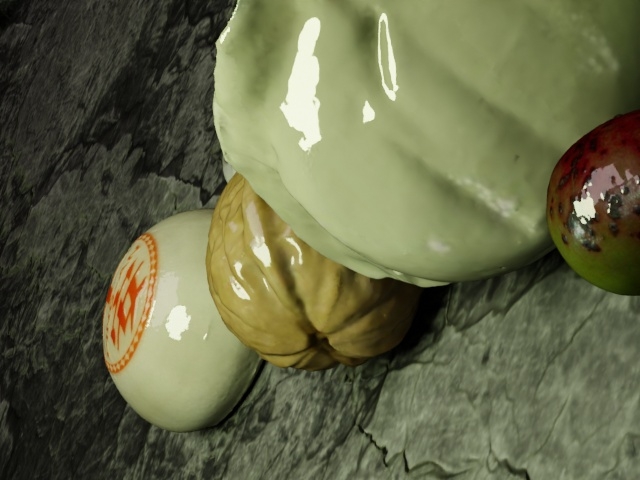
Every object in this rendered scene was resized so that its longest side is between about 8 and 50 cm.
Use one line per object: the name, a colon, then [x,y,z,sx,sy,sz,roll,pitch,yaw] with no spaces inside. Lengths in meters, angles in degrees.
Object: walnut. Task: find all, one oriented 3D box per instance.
walnut: [0.000,0.000,1.565,0.213,0.213,0.213,-51,26,38]

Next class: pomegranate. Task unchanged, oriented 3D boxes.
pomegranate: [0.203,-0.008,1.151,0.129,0.129,0.159,-50,27,39]

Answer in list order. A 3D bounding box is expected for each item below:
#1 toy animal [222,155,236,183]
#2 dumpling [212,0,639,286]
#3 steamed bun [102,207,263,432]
toy animal: [-0.011,-0.213,1.835,0.357,0.194,0.258,-66,29,28]
dumpling: [0.092,-0.127,1.282,0.395,0.315,0.233,-36,45,24]
steamed bun: [-0.142,0.072,1.896,0.232,0.145,0.232,-51,26,37]
